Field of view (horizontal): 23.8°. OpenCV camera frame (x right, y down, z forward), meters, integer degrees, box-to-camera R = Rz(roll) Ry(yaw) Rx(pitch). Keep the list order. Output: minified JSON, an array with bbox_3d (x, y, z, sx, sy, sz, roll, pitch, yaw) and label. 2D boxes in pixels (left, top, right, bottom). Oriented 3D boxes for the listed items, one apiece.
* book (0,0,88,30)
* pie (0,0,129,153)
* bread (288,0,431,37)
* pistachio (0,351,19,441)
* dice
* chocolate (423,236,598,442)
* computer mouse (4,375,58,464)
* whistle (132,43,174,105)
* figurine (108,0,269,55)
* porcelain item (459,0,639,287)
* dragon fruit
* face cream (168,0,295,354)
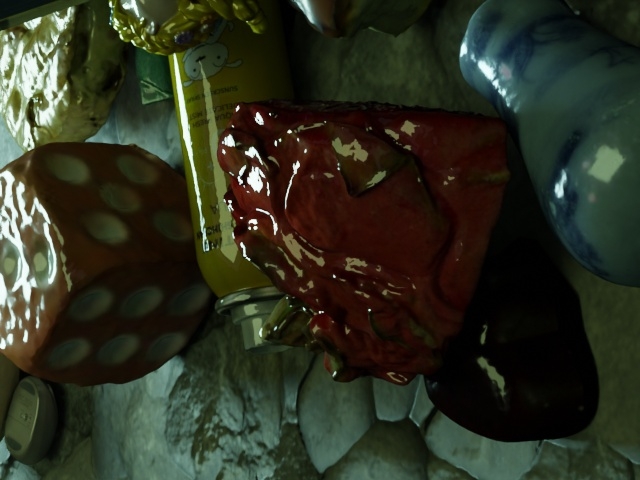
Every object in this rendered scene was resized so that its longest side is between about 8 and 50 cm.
[{"bbox_3d":[-0.205,-0.308,1.377,0.025,0.269,0.191,69,-178,-68],"label":"book"},{"bbox_3d":[-0.276,-0.251,1.531,0.339,0.083,0.339,8,99,61],"label":"pie"},{"bbox_3d":[0.015,-0.368,1.164,0.323,0.143,0.333,45,123,39],"label":"bread"},{"bbox_3d":[-0.407,0.158,1.659,0.157,0.157,0.229,39,110,43],"label":"pistachio"},{"bbox_3d":[-0.211,0.024,1.412,0.179,0.175,0.174,55,129,30],"label":"dice"},{"bbox_3d":[0.118,0.076,1.087,0.125,0.080,0.148,-25,72,47],"label":"chocolate"},{"bbox_3d":[-0.305,0.193,1.630,0.066,0.039,0.096,22,99,48],"label":"computer mouse"},{"bbox_3d":[-0.167,-0.223,1.463,0.039,0.039,0.186,-21,73,48],"label":"whistle"},{"bbox_3d":[-0.108,-0.183,1.207,0.156,0.115,0.094,-33,24,56],"label":"figurine"},{"bbox_3d":[0.185,-0.069,0.972,0.141,0.141,0.259,-64,37,28],"label":"porcelain item"},{"bbox_3d":[0.000,0.000,1.096,0.317,0.152,0.205,-168,80,-71],"label":"dragon fruit"},{"bbox_3d":[-0.067,-0.078,1.290,0.105,0.105,0.348,-20,75,48],"label":"face cream"}]
